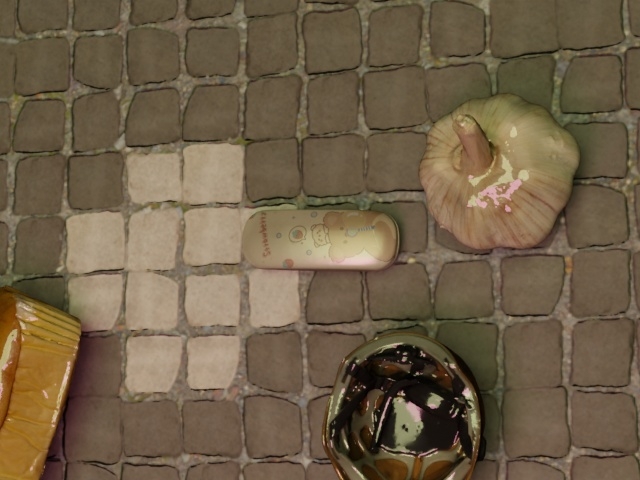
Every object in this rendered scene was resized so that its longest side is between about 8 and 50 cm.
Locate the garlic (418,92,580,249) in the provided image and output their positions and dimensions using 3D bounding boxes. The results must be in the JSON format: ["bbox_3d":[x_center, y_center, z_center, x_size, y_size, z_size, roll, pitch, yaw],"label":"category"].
[{"bbox_3d":[0.203,-0.095,1.795,0.199,0.226,0.199,-4,76,16],"label":"garlic"}]

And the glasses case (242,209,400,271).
[{"bbox_3d":[0.000,0.000,1.928,0.204,0.051,0.081,-1,83,16],"label":"glasses case"}]

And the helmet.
[{"bbox_3d":[0.110,0.219,1.826,0.198,0.130,0.224,1,93,20],"label":"helmet"}]

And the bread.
[{"bbox_3d":[-0.404,0.209,1.968,0.119,0.152,0.288,17,87,-21],"label":"bread"}]
